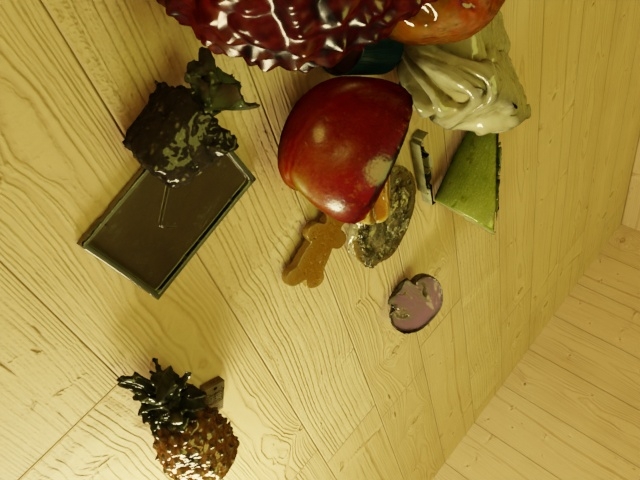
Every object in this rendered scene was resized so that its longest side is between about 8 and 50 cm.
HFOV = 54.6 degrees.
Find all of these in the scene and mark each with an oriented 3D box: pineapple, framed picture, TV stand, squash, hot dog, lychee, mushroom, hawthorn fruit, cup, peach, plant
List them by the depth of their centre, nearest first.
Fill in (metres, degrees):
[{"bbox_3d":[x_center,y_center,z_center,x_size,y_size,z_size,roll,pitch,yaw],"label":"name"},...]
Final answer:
[{"bbox_3d":[-0.003,-0.442,0.736,0.500,0.424,0.425,-50,149,19],"label":"lychee"},{"bbox_3d":[-0.194,-0.180,0.932,0.203,0.131,0.142,-41,126,-7],"label":"plant"},{"bbox_3d":[0.177,-0.440,1.002,0.298,0.277,0.276,-71,170,-61],"label":"hawthorn fruit"},{"bbox_3d":[-0.249,-0.056,1.064,0.289,0.016,0.213,-53,145,-11],"label":"framed picture"},{"bbox_3d":[0.052,-0.186,1.154,0.245,0.249,0.274,34,92,-34],"label":"peach"},{"bbox_3d":[0.081,-0.384,1.165,0.138,0.113,0.150,-16,128,-48],"label":"cup"},{"bbox_3d":[-0.282,0.344,1.215,0.169,0.169,0.340,-41,131,-26],"label":"pineapple"},{"bbox_3d":[0.105,-0.155,1.375,0.102,0.076,0.249,-14,115,-14],"label":"hot dog"},{"bbox_3d":[0.271,-0.182,1.621,0.042,0.036,0.249,-47,144,-21],"label":"TV stand"},{"bbox_3d":[0.471,-0.201,1.718,0.308,0.210,0.234,-59,163,6],"label":"squash"},{"bbox_3d":[0.274,0.180,1.823,0.188,0.141,0.117,-53,180,5],"label":"mushroom"}]

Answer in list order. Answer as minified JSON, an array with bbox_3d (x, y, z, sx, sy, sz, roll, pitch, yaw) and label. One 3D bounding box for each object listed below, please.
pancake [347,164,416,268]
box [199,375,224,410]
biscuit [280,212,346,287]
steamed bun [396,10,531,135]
[{"bbox_3d":[0.160,-0.060,1.556,0.282,0.049,0.282,-32,138,-35],"label":"pancake"},{"bbox_3d":[-0.238,0.343,1.361,0.053,0.024,0.083,-24,133,-42],"label":"box"},{"bbox_3d":[-0.001,-0.001,1.405,0.158,0.035,0.240,22,96,-58],"label":"biscuit"},{"bbox_3d":[0.273,-0.365,1.317,0.394,0.238,0.346,56,36,-27],"label":"steamed bun"}]
